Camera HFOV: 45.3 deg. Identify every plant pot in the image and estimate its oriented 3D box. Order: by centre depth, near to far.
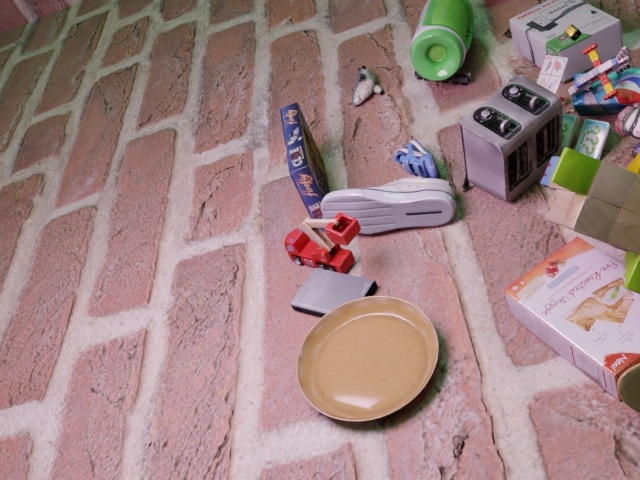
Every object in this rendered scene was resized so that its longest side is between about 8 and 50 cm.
[{"bbox_3d":[0.076,0.192,1.239,0.237,0.032,0.236,-12,46,13],"label":"plant pot"}]

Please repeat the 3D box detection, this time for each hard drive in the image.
[{"bbox_3d":[0.024,0.100,1.388,0.135,0.022,0.094,11,51,36],"label":"hard drive"}]

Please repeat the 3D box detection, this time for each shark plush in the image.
[{"bbox_3d":[0.094,-0.389,1.873,0.067,0.073,0.161,-45,37,26],"label":"shark plush"}]

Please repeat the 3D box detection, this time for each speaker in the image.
[{"bbox_3d":[0.286,-0.484,1.791,0.131,0.131,0.296,-7,33,21],"label":"speaker"}]

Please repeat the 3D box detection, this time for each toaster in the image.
[{"bbox_3d":[0.348,-0.179,1.412,0.168,0.185,0.110,-38,50,-17],"label":"toaster"}]

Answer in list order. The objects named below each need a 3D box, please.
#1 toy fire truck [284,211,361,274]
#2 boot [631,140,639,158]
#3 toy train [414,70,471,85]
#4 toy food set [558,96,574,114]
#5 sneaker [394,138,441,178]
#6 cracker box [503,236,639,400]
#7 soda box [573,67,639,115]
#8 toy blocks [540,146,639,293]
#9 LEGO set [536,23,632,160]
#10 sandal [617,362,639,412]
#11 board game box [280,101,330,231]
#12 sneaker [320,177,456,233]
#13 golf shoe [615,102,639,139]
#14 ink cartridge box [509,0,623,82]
[{"bbox_3d":[0.000,0.000,1.422,0.192,0.135,0.047,15,54,39],"label":"toy fire truck"},{"bbox_3d":[0.645,-0.194,1.334,0.219,0.082,0.106,-41,44,-15],"label":"boot"},{"bbox_3d":[0.288,-0.383,1.783,0.158,0.027,0.036,19,46,42],"label":"toy train"},{"bbox_3d":[0.450,-0.270,1.572,0.122,0.019,0.077,-16,40,12],"label":"toy food set"},{"bbox_3d":[0.198,-0.154,1.556,0.059,0.053,0.144,-28,31,-4],"label":"sneaker"},{"bbox_3d":[0.409,0.107,1.137,0.156,0.067,0.232,-35,40,-11],"label":"cracker box"},{"bbox_3d":[0.592,-0.282,1.451,0.210,0.071,0.067,0,81,29],"label":"soda box"},{"bbox_3d":[0.478,-0.025,1.113,0.382,0.190,0.261,21,7,-1],"label":"toy blocks"},{"bbox_3d":[0.472,-0.285,1.445,0.183,0.060,0.244,23,98,43],"label":"LEGO set"},{"bbox_3d":[0.508,0.173,1.024,0.240,0.088,0.079,-13,9,5],"label":"sandal"},{"bbox_3d":[-0.027,-0.153,1.585,0.042,0.165,0.243,-20,39,8],"label":"board game box"},{"bbox_3d":[0.132,-0.071,1.475,0.258,0.094,0.091,2,34,13],"label":"sneaker"},{"bbox_3d":[0.607,-0.233,1.325,0.186,0.067,0.086,-38,22,-2],"label":"golf shoe"},{"bbox_3d":[0.530,-0.445,1.671,0.153,0.086,0.208,-27,38,-3],"label":"ink cartridge box"}]
